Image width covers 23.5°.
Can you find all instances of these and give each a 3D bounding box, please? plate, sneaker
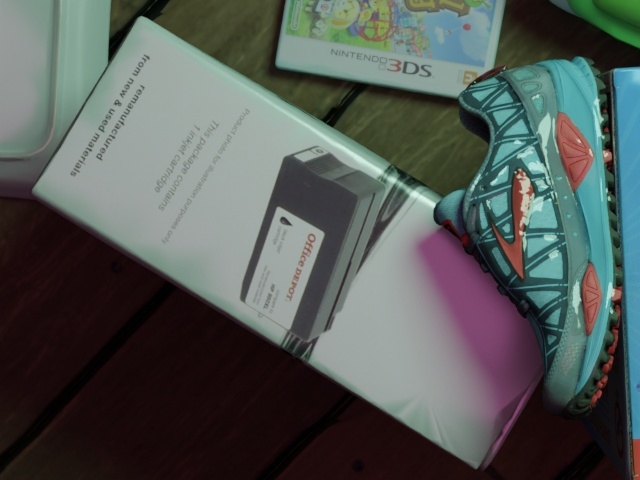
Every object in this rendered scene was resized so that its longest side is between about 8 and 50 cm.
[{"bbox_3d":[-0.329,-0.177,1.392,0.278,0.045,0.277,3,94,5],"label":"plate"},{"bbox_3d":[0.142,0.001,1.072,0.125,0.104,0.261,-3,67,7],"label":"sneaker"}]

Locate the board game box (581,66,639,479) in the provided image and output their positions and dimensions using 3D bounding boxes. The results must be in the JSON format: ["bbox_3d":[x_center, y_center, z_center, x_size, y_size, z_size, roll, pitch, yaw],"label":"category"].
[{"bbox_3d":[0.259,0.019,1.221,0.086,0.308,0.301,-3,93,3],"label":"board game box"}]

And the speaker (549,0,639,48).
[{"bbox_3d":[0.332,-0.209,1.294,0.297,0.131,0.131,24,95,3],"label":"speaker"}]

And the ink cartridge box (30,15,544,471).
[{"bbox_3d":[0.000,0.000,1.252,0.395,0.285,0.166,32,93,2],"label":"ink cartridge box"}]

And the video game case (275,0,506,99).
[{"bbox_3d":[0.071,-0.242,1.365,0.193,0.023,0.212,10,94,4],"label":"video game case"}]
